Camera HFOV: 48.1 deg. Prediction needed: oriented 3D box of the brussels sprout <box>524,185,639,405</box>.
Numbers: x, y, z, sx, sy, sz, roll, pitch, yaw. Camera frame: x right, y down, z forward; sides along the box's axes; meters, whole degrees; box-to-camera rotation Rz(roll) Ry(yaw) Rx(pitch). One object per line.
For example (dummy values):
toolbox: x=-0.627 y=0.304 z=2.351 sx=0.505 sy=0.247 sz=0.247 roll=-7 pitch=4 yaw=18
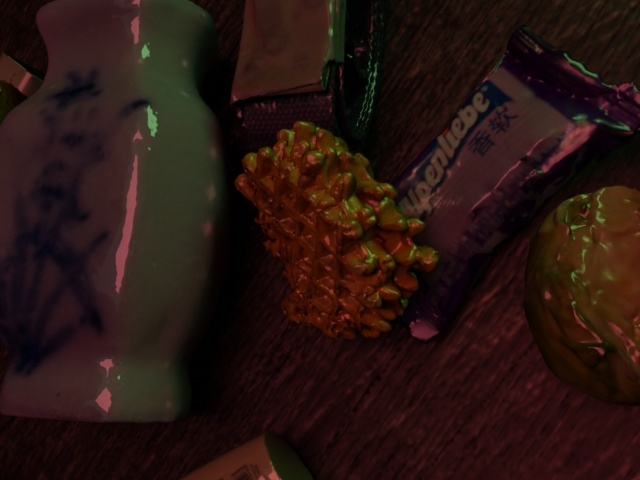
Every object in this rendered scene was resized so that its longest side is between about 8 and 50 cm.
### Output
brussels sprout: x=0.220 y=0.046 z=0.530 sx=0.149 sy=0.122 sz=0.152 roll=23 pitch=69 yaw=6

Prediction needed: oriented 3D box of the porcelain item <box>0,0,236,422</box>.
porcelain item: x=-0.200 y=-0.029 z=0.713 sx=0.242 sy=0.178 sz=0.406 roll=-3 pitch=79 yaw=23

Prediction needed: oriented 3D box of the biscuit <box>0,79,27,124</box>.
biscuit: x=-0.336 y=-0.043 z=0.755 sx=0.035 sy=0.254 sz=0.254 roll=3 pitch=78 yaw=0

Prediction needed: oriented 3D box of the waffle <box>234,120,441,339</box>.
waffle: x=0.000 y=0.000 z=0.619 sx=0.193 sy=0.070 sz=0.197 roll=57 pitch=148 yaw=5

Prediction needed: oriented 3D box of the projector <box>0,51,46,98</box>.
projector: x=-0.360 y=-0.167 z=0.873 sx=0.083 sy=0.083 sz=0.082 roll=35 pitch=94 yaw=28

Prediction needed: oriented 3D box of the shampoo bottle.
shampoo bottle: x=-0.119 y=0.284 z=0.656 sx=0.257 sy=0.078 sz=0.127 roll=-40 pitch=70 yaw=10

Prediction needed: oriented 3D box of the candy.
candy: x=0.136 y=-0.050 z=0.618 sx=0.275 sy=0.070 sz=0.145 roll=-50 pitch=55 yaw=18

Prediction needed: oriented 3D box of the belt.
belt: x=-0.015 y=-0.194 z=0.683 sx=0.126 sy=0.139 sz=0.231 roll=3 pitch=82 yaw=25
